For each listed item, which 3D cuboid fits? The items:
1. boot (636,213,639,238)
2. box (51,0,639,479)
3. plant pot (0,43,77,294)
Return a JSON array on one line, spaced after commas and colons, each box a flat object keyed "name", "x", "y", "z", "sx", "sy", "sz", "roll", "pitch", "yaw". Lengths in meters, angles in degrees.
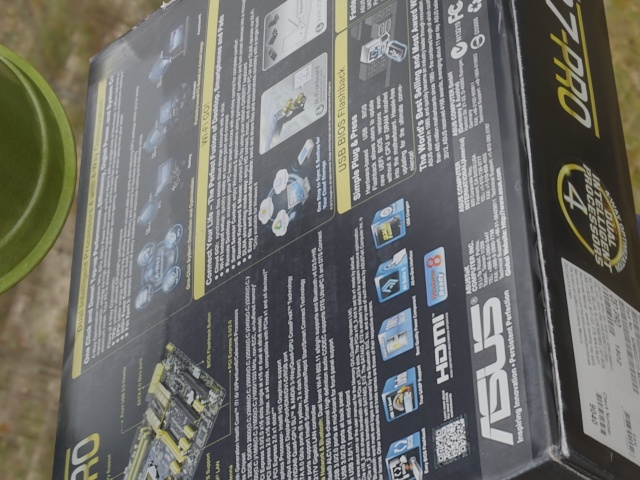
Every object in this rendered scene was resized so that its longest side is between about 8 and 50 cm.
[{"name": "boot", "x": 0.162, "y": 0.031, "z": 1.090, "sx": 0.190, "sy": 0.086, "sz": 0.069, "roll": -30, "pitch": 60, "yaw": 48}, {"name": "box", "x": 0.000, "y": 0.000, "z": 0.777, "sx": 0.318, "sy": 0.097, "sz": 0.395, "roll": -29, "pitch": 46, "yaw": 32}, {"name": "plant pot", "x": -0.108, "y": -0.029, "z": 0.402, "sx": 0.079, "sy": 0.083, "sz": 0.083, "roll": 104, "pitch": 178, "yaw": -77}]
